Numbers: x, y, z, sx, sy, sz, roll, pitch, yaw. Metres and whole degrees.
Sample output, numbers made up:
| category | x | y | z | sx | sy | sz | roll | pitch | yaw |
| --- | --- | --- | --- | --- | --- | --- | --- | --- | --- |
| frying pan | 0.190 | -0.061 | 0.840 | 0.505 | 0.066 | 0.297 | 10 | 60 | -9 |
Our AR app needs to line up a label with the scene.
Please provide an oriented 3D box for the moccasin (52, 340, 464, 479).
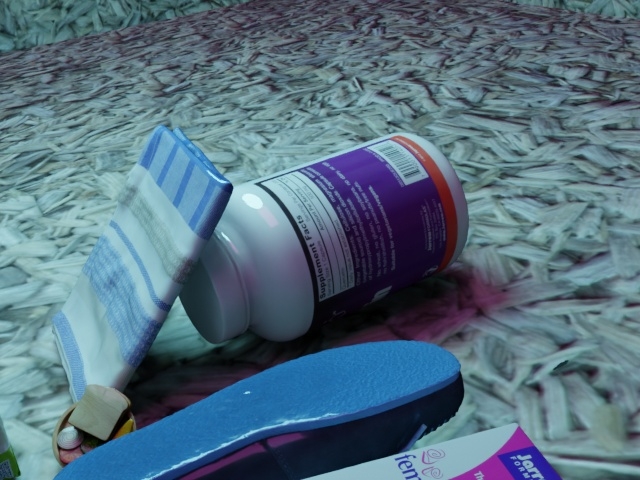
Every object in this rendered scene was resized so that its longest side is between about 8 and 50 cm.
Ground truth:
| category | x | y | z | sx | sy | sz | roll | pitch | yaw |
| --- | --- | --- | --- | --- | --- | --- | --- | --- | --- |
| moccasin | -0.041 | 0.180 | 0.620 | 0.342 | 0.116 | 0.138 | -17 | 17 | -12 |

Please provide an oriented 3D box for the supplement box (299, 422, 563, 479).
| category | x | y | z | sx | sy | sz | roll | pitch | yaw |
| --- | --- | --- | --- | --- | --- | --- | --- | --- | --- |
| supplement box | 0.060 | 0.223 | 0.517 | 0.220 | 0.114 | 0.111 | -11 | 27 | -14 |

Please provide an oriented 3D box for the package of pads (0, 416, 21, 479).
| category | x | y | z | sx | sy | sz | roll | pitch | yaw |
| --- | --- | --- | --- | --- | --- | --- | --- | --- | --- |
| package of pads | -0.446 | 0.163 | 0.728 | 0.229 | 0.101 | 0.296 | -21 | 31 | -29 |

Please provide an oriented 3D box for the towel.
| category | x | y | z | sx | sy | sz | roll | pitch | yaw |
| --- | --- | --- | --- | --- | --- | --- | --- | --- | --- |
| towel | -0.198 | 0.027 | 0.803 | 0.034 | 0.285 | 0.209 | 24 | 12 | -35 |

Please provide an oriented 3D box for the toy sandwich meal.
| category | x | y | z | sx | sy | sz | roll | pitch | yaw |
| --- | --- | --- | --- | --- | --- | --- | --- | --- | --- |
| toy sandwich meal | -0.209 | 0.175 | 0.707 | 0.086 | 0.029 | 0.085 | 0 | 58 | 0 |

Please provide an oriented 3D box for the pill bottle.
| category | x | y | z | sx | sy | sz | roll | pitch | yaw |
| --- | --- | --- | --- | --- | --- | --- | --- | --- | --- |
| pill bottle | 0.000 | 0.000 | 0.875 | 0.323 | 0.181 | 0.181 | -22 | 32 | -28 |
